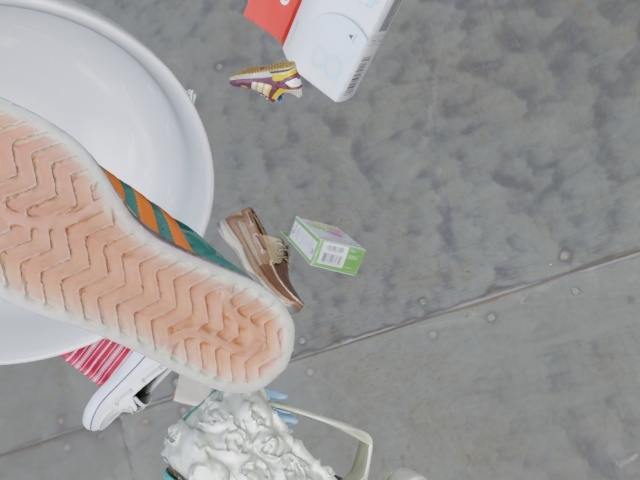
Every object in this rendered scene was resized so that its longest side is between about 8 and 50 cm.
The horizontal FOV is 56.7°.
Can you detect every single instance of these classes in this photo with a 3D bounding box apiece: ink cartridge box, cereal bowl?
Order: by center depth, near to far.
[{"bbox_3d":[-0.277,-0.060,0.535,0.339,0.339,0.141,-54,38,11],"label":"cereal bowl"},{"bbox_3d":[0.000,0.000,1.286,0.209,0.109,0.062,43,116,61],"label":"ink cartridge box"},{"bbox_3d":[-0.018,-0.565,1.402,0.385,0.091,0.308,39,128,13],"label":"ink cartridge box"}]

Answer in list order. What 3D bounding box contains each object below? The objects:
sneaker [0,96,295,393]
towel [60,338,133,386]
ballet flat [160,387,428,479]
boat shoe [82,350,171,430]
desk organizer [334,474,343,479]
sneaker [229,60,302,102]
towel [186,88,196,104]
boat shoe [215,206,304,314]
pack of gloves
[{"bbox_3d":[-0.160,0.008,0.431,0.302,0.121,0.108,39,80,-23],"label":"sneaker"},{"bbox_3d":[-0.526,0.298,1.572,0.199,0.275,0.031,-53,25,-21],"label":"towel"},{"bbox_3d":[0.039,0.265,0.586,0.409,0.147,0.147,39,104,-18],"label":"ballet flat"},{"bbox_3d":[-0.331,0.265,1.033,0.076,0.083,0.226,42,107,13],"label":"boat shoe"},{"bbox_3d":[0.032,0.426,0.993,0.130,0.050,0.047,2,52,48],"label":"desk organizer"},{"bbox_3d":[-0.125,-0.346,1.330,0.186,0.069,0.083,4,125,36],"label":"sneaker"},{"bbox_3d":[-0.274,-0.208,1.074,0.152,0.023,0.113,3,82,54],"label":"towel"},{"bbox_3d":[-0.132,0.037,1.449,0.116,0.123,0.324,-39,66,-2],"label":"boat shoe"},{"bbox_3d":[-0.144,0.315,0.961,0.046,0.232,0.195,-44,29,37],"label":"pack of gloves"}]
